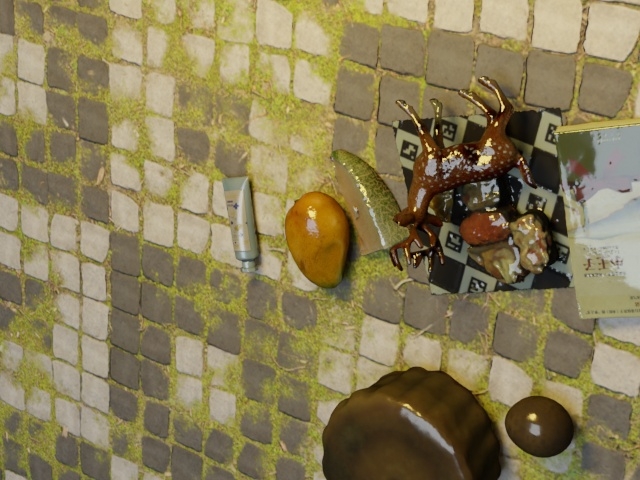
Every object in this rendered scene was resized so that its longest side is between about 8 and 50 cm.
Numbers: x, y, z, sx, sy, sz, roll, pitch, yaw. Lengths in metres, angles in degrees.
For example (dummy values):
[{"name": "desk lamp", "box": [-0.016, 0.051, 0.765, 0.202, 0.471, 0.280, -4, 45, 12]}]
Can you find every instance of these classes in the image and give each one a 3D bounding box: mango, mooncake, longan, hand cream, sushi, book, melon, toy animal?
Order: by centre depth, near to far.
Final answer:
[{"name": "book", "box": [0.445, -0.031, 1.805, 0.201, 0.026, 0.289, -5, 102, 32]}, {"name": "toy animal", "box": [0.189, -0.095, 1.875, 0.243, 0.087, 0.260, -16, 80, 29]}, {"name": "sushi", "box": [0.243, -0.052, 1.930, 0.294, 0.059, 0.292, -4, 102, 38]}, {"name": "longan", "box": [0.339, 0.290, 1.957, 0.113, 0.092, 0.113, 19, 158, 8]}, {"name": "melon", "box": [0.072, -0.068, 2.066, 0.098, 0.054, 0.182, -15, 96, 54]}, {"name": "mooncake", "box": [0.150, 0.353, 2.070, 0.290, 0.161, 0.290, 13, 114, 31]}, {"name": "mango", "box": [-0.006, -0.003, 2.112, 0.115, 0.089, 0.165, 22, 129, 27]}, {"name": "hand cream", "box": [-0.139, -0.028, 2.227, 0.065, 0.043, 0.170, -2, 102, 37]}]
